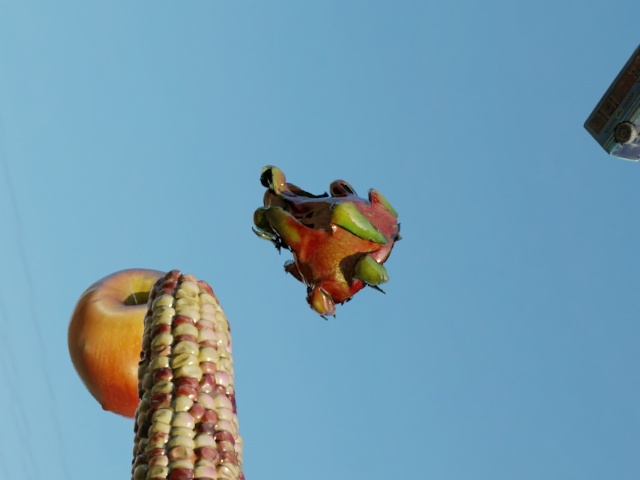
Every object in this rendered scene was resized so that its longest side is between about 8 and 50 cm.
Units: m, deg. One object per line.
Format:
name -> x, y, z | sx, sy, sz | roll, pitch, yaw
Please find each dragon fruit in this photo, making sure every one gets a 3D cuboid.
dragon fruit -> 0.000, 0.000, 1.431 | 0.175, 0.138, 0.142 | 32, -27, 7

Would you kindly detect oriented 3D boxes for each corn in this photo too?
corn -> -0.099, 0.152, 1.134 | 0.092, 0.092, 0.280 | 123, -29, -50

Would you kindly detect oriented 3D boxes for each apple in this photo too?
apple -> -0.177, 0.109, 1.506 | 0.163, 0.163, 0.139 | 34, -42, 45

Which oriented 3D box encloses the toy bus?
toy bus -> 0.216, -0.096, 0.985 | 0.046, 0.038, 0.083 | 51, -60, 36
